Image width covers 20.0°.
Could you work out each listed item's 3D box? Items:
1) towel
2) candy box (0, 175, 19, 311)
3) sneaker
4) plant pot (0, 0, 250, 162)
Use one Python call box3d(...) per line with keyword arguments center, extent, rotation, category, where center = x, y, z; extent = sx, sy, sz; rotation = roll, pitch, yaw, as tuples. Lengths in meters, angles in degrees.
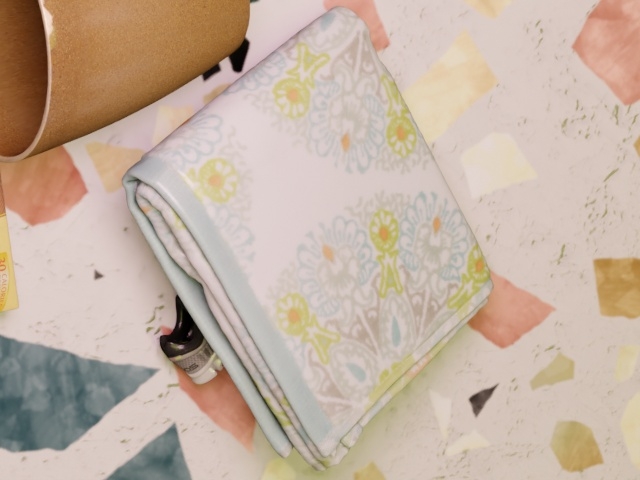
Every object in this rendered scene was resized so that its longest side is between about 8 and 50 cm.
box3d(center=(0.000, 0.000, 1.836), extent=(0.320, 0.090, 0.374), rotation=(-44, 115, -35), category="towel")
box3d(center=(-0.359, -0.018, 1.745), extent=(0.109, 0.053, 0.186), rotation=(-10, 105, -21), category="candy box")
box3d(center=(-0.107, 0.062, 1.859), extent=(0.075, 0.063, 0.170), rotation=(30, 93, -31), category="sneaker")
box3d(center=(-0.200, -0.211, 1.697), extent=(0.254, 0.237, 0.237), rotation=(-14, 105, -34), category="plant pot")
